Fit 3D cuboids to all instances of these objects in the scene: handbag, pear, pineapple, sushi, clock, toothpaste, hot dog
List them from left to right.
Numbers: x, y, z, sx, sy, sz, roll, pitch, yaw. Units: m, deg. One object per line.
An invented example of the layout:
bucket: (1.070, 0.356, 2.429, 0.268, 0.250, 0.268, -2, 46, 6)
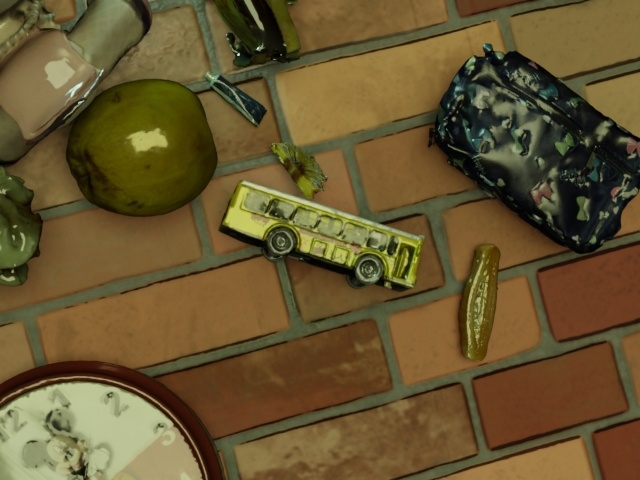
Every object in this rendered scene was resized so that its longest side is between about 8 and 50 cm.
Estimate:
clock: (-0.260, 0.288, 1.466, 0.318, 0.080, 0.318, 0, 86, -4)
pear: (-0.191, -0.099, 1.461, 0.162, 0.149, 0.149, -22, 91, -14)
toothpaste: (-0.098, -0.164, 1.542, 0.083, 0.019, 0.027, 38, 65, -9)
sushi: (-0.078, -0.338, 1.508, 0.131, 0.139, 0.291, -14, 97, -19)
pineapple: (-0.019, -0.082, 1.537, 0.045, 0.019, 0.083, -7, 53, -48)
hot dog: (0.182, 0.071, 1.568, 0.044, 0.028, 0.137, 9, 88, -34)
handbag: (0.253, -0.107, 1.547, 0.260, 0.113, 0.162, 34, 89, -7)

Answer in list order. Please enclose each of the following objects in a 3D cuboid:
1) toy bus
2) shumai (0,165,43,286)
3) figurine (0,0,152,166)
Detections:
toy bus: (0.000, 0.000, 1.522, 0.226, 0.081, 0.074, 17, 80, -4)
shumai: (-0.410, -0.024, 1.423, 0.218, 0.189, 0.256, 11, 105, -26)
figurine: (-0.364, -0.269, 1.408, 0.253, 0.211, 0.361, -45, 96, -8)
